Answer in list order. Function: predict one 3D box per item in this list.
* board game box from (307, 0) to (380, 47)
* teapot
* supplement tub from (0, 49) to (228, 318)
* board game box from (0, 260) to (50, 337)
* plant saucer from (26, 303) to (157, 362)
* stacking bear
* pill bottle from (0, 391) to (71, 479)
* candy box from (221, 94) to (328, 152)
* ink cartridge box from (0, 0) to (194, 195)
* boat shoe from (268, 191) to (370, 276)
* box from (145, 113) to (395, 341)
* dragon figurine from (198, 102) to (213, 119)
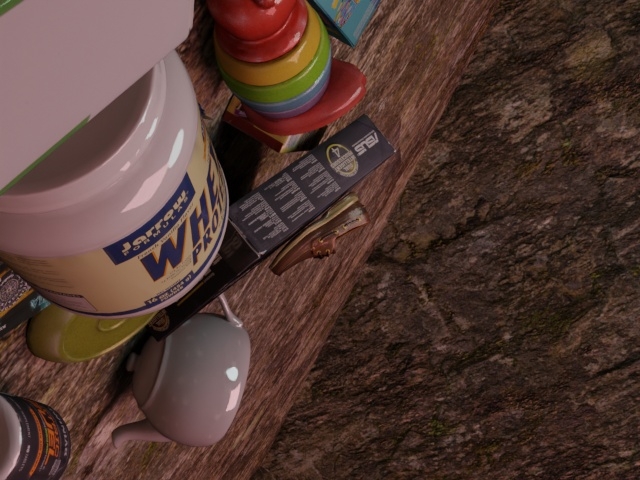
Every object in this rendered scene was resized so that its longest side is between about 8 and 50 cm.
[{"bbox_3d":[0.050,-0.450,1.447,0.253,0.079,0.336,-61,168,5],"label":"board game box"},{"bbox_3d":[-0.244,0.226,1.698,0.252,0.187,0.256,-44,-148,53],"label":"teapot"},{"bbox_3d":[-0.216,-0.074,0.882,0.235,0.235,0.325,-56,168,-14],"label":"supplement tub"},{"bbox_3d":[-0.347,0.043,1.116,0.186,0.026,0.126,-41,152,-54],"label":"board game box"},{"bbox_3d":[-0.286,0.089,1.333,0.241,0.037,0.241,-38,159,-18],"label":"plant saucer"},{"bbox_3d":[-0.065,-0.267,1.258,0.164,0.175,0.289,-43,157,-6],"label":"stacking bear"},{"bbox_3d":[-0.397,0.261,1.234,0.130,0.130,0.245,-57,169,-10],"label":"pill bottle"},{"bbox_3d":[-0.068,-0.186,1.543,0.053,0.109,0.187,-62,168,15],"label":"candy box"},{"bbox_3d":[-0.234,-0.157,0.500,0.201,0.278,0.117,-51,163,-36],"label":"ink cartridge box"},{"bbox_3d":[0.000,0.000,1.491,0.178,0.060,0.064,-39,180,-8],"label":"boat shoe"},{"bbox_3d":[-0.092,-0.026,1.564,0.318,0.097,0.395,-41,179,43],"label":"box"},{"bbox_3d":[-0.174,-0.072,1.159,0.144,0.289,0.085,-8,138,-24],"label":"dragon figurine"}]
